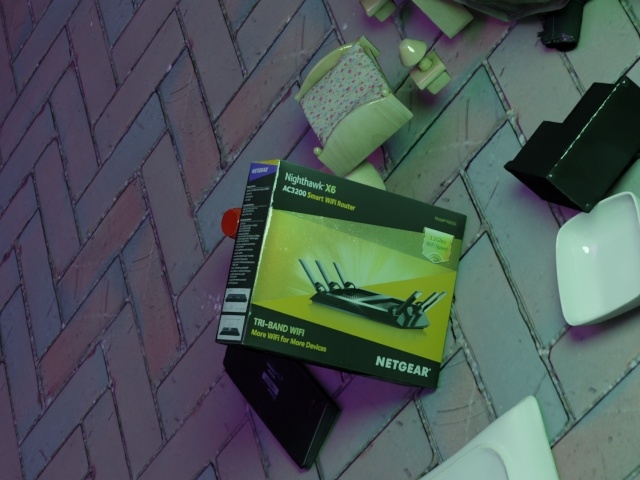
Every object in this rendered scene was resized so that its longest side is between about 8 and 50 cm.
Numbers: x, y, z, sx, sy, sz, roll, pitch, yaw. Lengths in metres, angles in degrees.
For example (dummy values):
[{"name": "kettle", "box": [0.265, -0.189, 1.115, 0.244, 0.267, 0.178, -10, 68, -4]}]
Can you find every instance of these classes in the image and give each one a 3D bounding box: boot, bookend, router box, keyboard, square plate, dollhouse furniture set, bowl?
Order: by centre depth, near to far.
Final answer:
[{"name": "bowl", "box": [0.346, 0.026, 1.969, 0.142, 0.053, 0.142, -31, 53, 45]}, {"name": "bookend", "box": [0.321, -0.122, 2.039, 0.156, 0.072, 0.157, -53, 15, -3]}, {"name": "square plate", "box": [0.179, 0.415, 2.055, 0.347, 0.049, 0.344, -43, 45, 37]}, {"name": "boot", "box": [0.328, -0.299, 2.136, 0.121, 0.045, 0.099, -6, 70, 62]}, {"name": "router box", "box": [0.032, 0.048, 2.184, 0.081, 0.308, 0.243, -3, 75, 58]}, {"name": "dollhouse furniture set", "box": [0.013, -0.275, 2.344, 0.355, 0.174, 0.303, -41, 34, 12]}, {"name": "keyboard", "box": [-0.051, 0.182, 2.501, 0.317, 0.033, 0.202, 46, 121, 52]}]

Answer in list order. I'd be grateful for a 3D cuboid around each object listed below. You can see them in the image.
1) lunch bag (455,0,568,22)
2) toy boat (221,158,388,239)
[{"name": "lunch bag", "box": [0.261, -0.417, 2.104, 0.287, 0.169, 0.235, -174, 104, -75]}, {"name": "toy boat", "box": [0.000, 0.000, 2.423, 0.318, 0.148, 0.268, 15, 94, 49]}]
